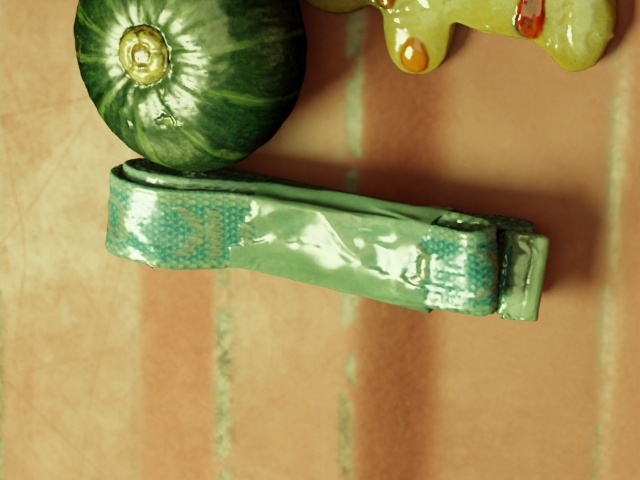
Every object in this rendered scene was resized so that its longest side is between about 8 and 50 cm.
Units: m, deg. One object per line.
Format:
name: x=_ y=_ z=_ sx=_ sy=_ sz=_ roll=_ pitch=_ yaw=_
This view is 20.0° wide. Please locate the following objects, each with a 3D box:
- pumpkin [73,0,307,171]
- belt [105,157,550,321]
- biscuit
pumpkin: x=-0.085 y=-0.129 z=1.186 sx=0.167 sy=0.125 sz=0.167 roll=5 pitch=108 yaw=17
belt: x=0.000 y=0.000 z=1.204 sx=0.302 sy=0.087 sz=0.072 roll=9 pitch=99 yaw=15
biscuit: x=0.082 y=-0.182 z=1.178 sx=0.234 sy=0.030 sz=0.153 roll=10 pitch=101 yaw=14
